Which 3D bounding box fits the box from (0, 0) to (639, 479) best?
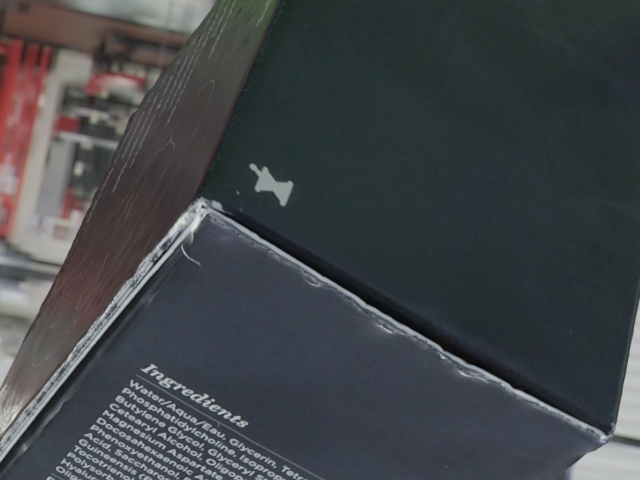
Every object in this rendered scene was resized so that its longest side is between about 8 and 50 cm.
[{"bbox_3d":[0.000,0.000,1.272,0.297,0.479,0.472,29,138,-11],"label":"box"}]
